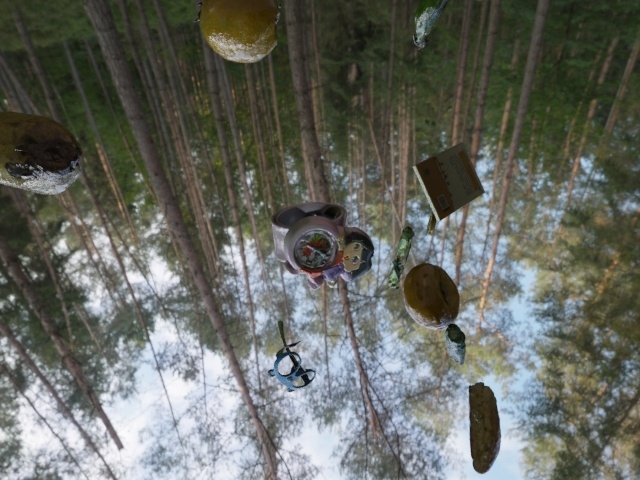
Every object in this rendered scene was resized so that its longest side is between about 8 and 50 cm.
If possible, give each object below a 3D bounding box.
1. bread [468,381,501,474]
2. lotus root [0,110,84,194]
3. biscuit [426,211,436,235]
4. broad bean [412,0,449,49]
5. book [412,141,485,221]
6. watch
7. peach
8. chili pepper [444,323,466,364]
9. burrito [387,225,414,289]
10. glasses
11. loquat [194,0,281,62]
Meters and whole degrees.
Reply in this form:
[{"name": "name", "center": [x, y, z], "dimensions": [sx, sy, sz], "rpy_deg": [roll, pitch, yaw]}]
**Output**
[{"name": "bread", "center": [0.291, 0.348, 0.827], "dimensions": [0.054, 0.154, 0.136], "rpy_deg": [-6, -147, 28]}, {"name": "lotus root", "center": [-0.438, -0.132, 0.681], "dimensions": [0.258, 0.110, 0.097], "rpy_deg": [16, -177, 22]}, {"name": "biscuit", "center": [0.386, -0.057, 1.620], "dimensions": [0.023, 0.084, 0.084], "rpy_deg": [13, -141, 7]}, {"name": "broad bean", "center": [0.270, -0.483, 0.855], "dimensions": [0.049, 0.292, 0.144], "rpy_deg": [53, -155, 13]}, {"name": "book", "center": [0.456, -0.212, 1.630], "dimensions": [0.295, 0.208, 0.020], "rpy_deg": [-28, -176, -36]}, {"name": "watch", "center": [0.000, 0.000, 1.224], "dimensions": [0.244, 0.196, 0.231], "rpy_deg": [-9, -157, -10]}, {"name": "peach", "center": [0.399, 0.200, 1.685], "dimensions": [0.153, 0.251, 0.251], "rpy_deg": [-30, -156, 33]}, {"name": "chili pepper", "center": [0.451, 0.343, 1.558], "dimensions": [0.061, 0.224, 0.098], "rpy_deg": [-27, -127, 0]}, {"name": "burrito", "center": [0.308, 0.084, 1.820], "dimensions": [0.054, 0.288, 0.104], "rpy_deg": [20, -146, 14]}, {"name": "glasses", "center": [-0.087, 0.372, 1.541], "dimensions": [0.102, 0.239, 0.207], "rpy_deg": [-11, -127, 18]}, {"name": "loquat", "center": [-0.236, -0.630, 1.341], "dimensions": [0.244, 0.244, 0.244], "rpy_deg": [-2, -143, 1]}]
